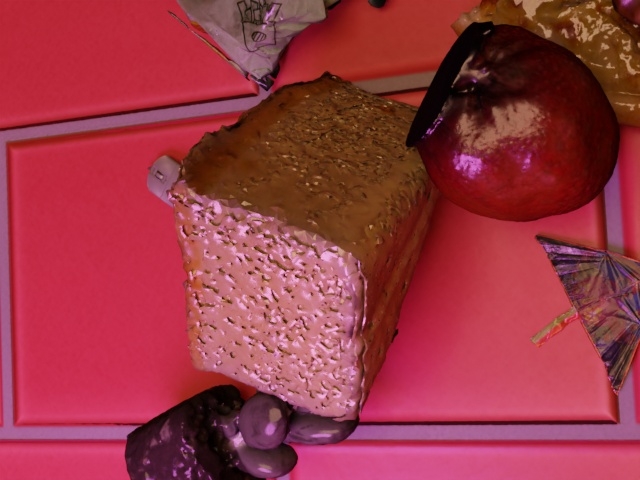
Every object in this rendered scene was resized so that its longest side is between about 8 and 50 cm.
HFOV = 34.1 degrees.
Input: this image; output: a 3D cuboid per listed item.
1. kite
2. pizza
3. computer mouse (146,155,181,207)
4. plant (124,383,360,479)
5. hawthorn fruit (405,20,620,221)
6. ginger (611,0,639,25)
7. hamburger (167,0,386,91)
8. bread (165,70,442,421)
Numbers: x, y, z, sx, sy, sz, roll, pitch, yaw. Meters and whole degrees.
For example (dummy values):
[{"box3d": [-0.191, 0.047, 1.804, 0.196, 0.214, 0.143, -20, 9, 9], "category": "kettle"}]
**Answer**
[{"box3d": [0.291, 0.068, 1.106, 0.159, 0.010, 0.190, -28, 75, 20], "category": "kite"}, {"box3d": [0.302, -0.239, 1.080, 0.323, 0.089, 0.223, 24, 100, 21], "category": "pizza"}, {"box3d": [-0.177, -0.068, 1.295, 0.110, 0.032, 0.056, 31, 98, 21], "category": "computer mouse"}, {"box3d": [-0.082, 0.218, 1.184, 0.274, 0.149, 0.146, -34, 94, 19], "category": "plant"}, {"box3d": [0.204, -0.099, 1.041, 0.189, 0.251, 0.189, -30, 42, 31], "category": "hawthorn fruit"}, {"box3d": [0.323, -0.296, 0.876, 0.357, 0.152, 0.274, -129, 44, -53], "category": "ginger"}, {"box3d": [-0.073, -0.338, 1.204, 0.276, 0.150, 0.260, -35, 77, 17], "category": "hamburger"}, {"box3d": [0.000, 0.000, 1.138, 0.248, 0.315, 0.279, 18, 119, 24], "category": "bread"}]
